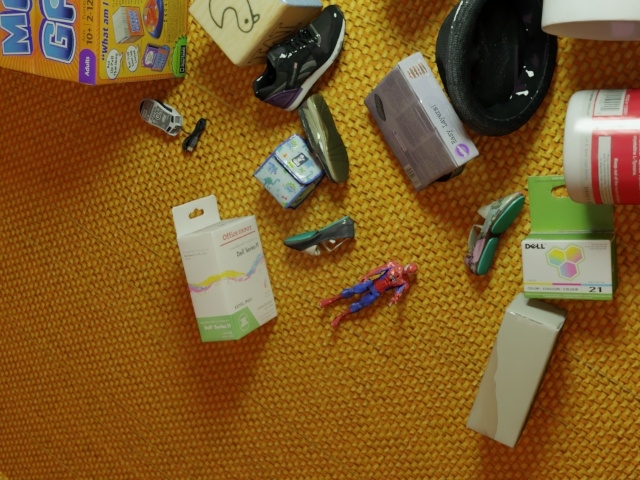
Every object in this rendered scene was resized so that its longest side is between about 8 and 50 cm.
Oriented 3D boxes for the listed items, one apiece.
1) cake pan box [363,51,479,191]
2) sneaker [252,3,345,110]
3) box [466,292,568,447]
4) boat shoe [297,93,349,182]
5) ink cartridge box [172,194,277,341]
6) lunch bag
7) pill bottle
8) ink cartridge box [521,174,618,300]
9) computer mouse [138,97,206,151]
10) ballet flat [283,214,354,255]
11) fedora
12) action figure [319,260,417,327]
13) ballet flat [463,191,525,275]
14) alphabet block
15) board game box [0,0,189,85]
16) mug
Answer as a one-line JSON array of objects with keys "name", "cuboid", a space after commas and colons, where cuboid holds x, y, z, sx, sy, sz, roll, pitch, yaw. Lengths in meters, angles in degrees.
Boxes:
[{"name": "cake pan box", "cuboid": [0.216, -0.246, 1.781, 0.070, 0.246, 0.267, -30, 87, -15]}, {"name": "sneaker", "cuboid": [-0.053, -0.429, 1.895, 0.283, 0.124, 0.107, -55, 47, 25]}, {"name": "box", "cuboid": [0.447, 0.292, 1.848, 0.121, 0.148, 0.311, 22, 111, 21]}, {"name": "boat shoe", "cuboid": [0.004, -0.239, 1.967, 0.073, 0.080, 0.223, -20, 87, 38]}, {"name": "ink cartridge box", "cuboid": [-0.243, 0.061, 2.092, 0.119, 0.207, 0.353, -8, 100, 29]}, {"name": "lunch bag", "cuboid": [-0.068, -0.170, 2.015, 0.151, 0.096, 0.129, -45, 79, 12]}, {"name": "pill bottle", "cuboid": [0.688, -0.180, 1.552, 0.408, 0.229, 0.229, 3, 105, 26]}, {"name": "ink cartridge box", "cuboid": [0.532, -0.009, 1.751, 0.189, 0.097, 0.255, -1, 104, 27]}, {"name": "computer mouse", "cuboid": [-0.396, -0.321, 2.164, 0.193, 0.042, 0.106, 33, 120, 9]}, {"name": "ballet flat", "cuboid": [0.000, 0.000, 2.036, 0.203, 0.074, 0.074, -20, 94, 27]}, {"name": "fedora", "cuboid": [0.340, -0.388, 1.689, 0.152, 0.334, 0.334, 22, 117, 56]}, {"name": "action figure", "cuboid": [0.112, 0.132, 1.981, 0.280, 0.139, 0.091, -32, 89, 27]}, {"name": "ballet flat", "cuboid": [0.381, -0.026, 1.843, 0.079, 0.077, 0.221, 42, 120, 38]}, {"name": "alphabet block", "cuboid": [-0.149, -0.542, 1.894, 0.192, 0.193, 0.197, 50, 119, 9]}, {"name": "board game box", "cuboid": [-0.569, -0.591, 1.995, 0.356, 0.356, 0.356, 14, 109, 23]}, {"name": "mug", "cuboid": [0.516, -0.554, 1.506, 0.374, 0.276, 0.328, 6, 98, 18]}]
